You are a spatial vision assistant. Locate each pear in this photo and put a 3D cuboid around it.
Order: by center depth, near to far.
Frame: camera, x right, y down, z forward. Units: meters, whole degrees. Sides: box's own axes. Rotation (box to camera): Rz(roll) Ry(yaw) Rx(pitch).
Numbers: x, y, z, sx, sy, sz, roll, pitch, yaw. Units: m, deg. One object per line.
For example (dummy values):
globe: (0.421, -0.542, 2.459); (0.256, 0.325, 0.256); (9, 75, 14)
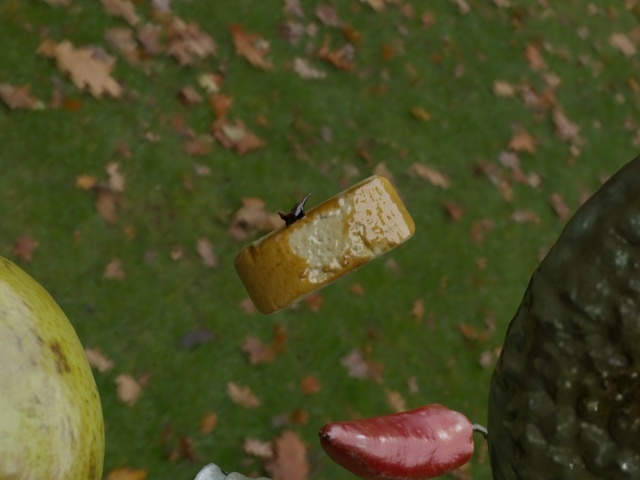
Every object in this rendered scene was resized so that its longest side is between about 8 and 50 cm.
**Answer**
pear: (-0.290, 0.143, 1.063); (0.304, 0.304, 0.304); (36, 32, -26)

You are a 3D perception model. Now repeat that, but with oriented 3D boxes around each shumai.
shumai: (0.326, 0.097, 0.962); (0.323, 0.397, 0.324); (2, 35, -49)

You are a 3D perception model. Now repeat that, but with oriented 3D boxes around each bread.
bread: (0.000, 0.000, 1.270); (0.073, 0.149, 0.122); (61, 0, 1)

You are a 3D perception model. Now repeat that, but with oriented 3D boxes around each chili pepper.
chili pepper: (0.079, 0.189, 1.417); (0.272, 0.063, 0.071); (3, 74, -52)

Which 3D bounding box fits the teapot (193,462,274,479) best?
teapot: (-0.012, 0.231, 1.119); (0.200, 0.077, 0.107); (19, 5, 17)
